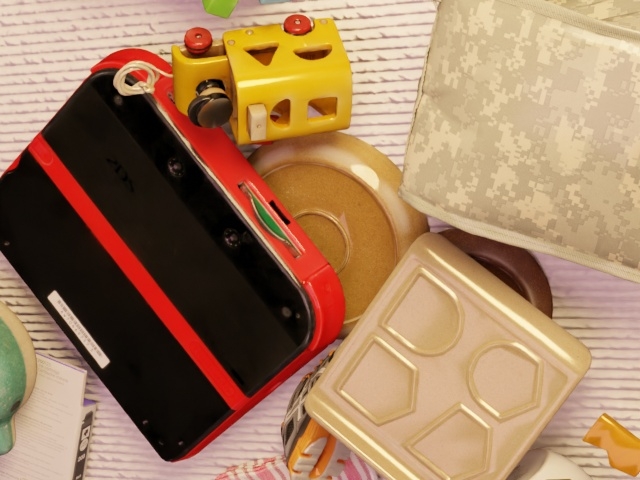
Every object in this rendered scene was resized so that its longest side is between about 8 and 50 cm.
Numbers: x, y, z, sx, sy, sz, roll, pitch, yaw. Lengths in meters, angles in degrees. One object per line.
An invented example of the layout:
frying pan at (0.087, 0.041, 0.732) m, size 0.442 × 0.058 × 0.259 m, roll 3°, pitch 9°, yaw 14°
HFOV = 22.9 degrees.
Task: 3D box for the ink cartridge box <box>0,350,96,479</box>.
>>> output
ink cartridge box at (-0.371, 0.206, 1.896) m, size 0.206 × 0.045 × 0.208 m, roll 20°, pitch 114°, yaw 17°

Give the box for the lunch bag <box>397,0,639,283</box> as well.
lunch bag at (0.223, -0.115, 1.439) m, size 0.287 × 0.169 × 0.235 m, roll 18°, pitch 115°, yaw 13°

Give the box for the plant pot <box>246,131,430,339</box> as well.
plant pot at (0.000, 0.000, 1.661) m, size 0.236 × 0.032 × 0.236 m, roll 9°, pitch 112°, yaw 22°

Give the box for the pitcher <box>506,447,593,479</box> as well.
pitcher at (0.231, 0.333, 1.617) m, size 0.178 × 0.125 × 0.207 m, roll -33°, pitch 100°, yaw 4°

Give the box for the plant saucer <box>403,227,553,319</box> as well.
plant saucer at (0.150, 0.070, 1.603) m, size 0.168 × 0.029 × 0.168 m, roll 5°, pitch 112°, yaw 12°

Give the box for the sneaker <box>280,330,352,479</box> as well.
sneaker at (0.012, 0.163, 1.689) m, size 0.215 × 0.084 × 0.083 m, roll -60°, pitch 36°, yaw 25°

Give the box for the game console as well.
game console at (-0.180, 0.020, 1.720) m, size 0.386 × 0.060 × 0.342 m, roll 52°, pitch 129°, yaw 5°

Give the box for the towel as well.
towel at (-0.014, 0.309, 1.785) m, size 0.197 × 0.029 × 0.144 m, roll -16°, pitch 103°, yaw 28°

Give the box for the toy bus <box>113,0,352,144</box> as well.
toy bus at (-0.065, -0.146, 1.539) m, size 0.202 × 0.104 × 0.191 m, roll -41°, pitch 134°, yaw 23°

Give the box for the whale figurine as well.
whale figurine at (-0.447, 0.179, 1.815) m, size 0.216 × 0.141 × 0.272 m, roll 43°, pitch 117°, yaw 6°

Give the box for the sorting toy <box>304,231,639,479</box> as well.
sorting toy at (0.161, 0.168, 1.557) m, size 0.307 × 0.041 × 0.229 m, roll 38°, pitch 104°, yaw 14°
